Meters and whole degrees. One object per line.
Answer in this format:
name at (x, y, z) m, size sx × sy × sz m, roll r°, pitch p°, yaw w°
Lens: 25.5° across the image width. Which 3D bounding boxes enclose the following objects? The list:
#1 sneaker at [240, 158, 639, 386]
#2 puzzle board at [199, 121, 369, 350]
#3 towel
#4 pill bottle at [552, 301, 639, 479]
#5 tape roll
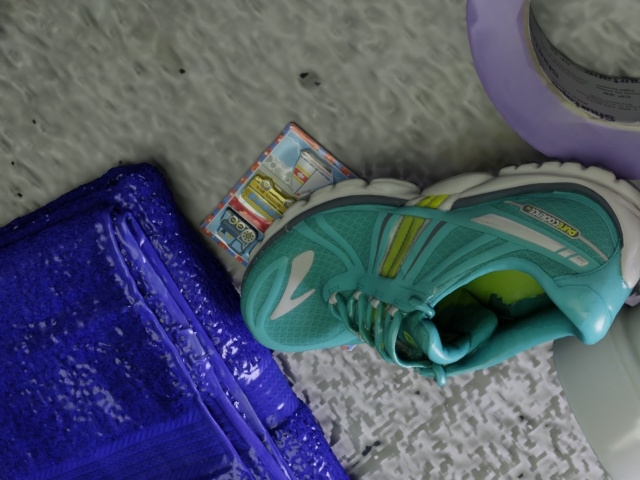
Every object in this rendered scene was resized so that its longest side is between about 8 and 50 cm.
sneaker at (0.054, 0.026, 0.808) m, size 0.275 × 0.110 × 0.107 m, roll -13°, pitch 127°, yaw 39°
puzzle board at (0.000, 0.000, 0.901) m, size 0.128 × 0.011 × 0.096 m, roll 40°, pitch 113°, yaw -7°
towel at (-0.130, 0.123, 0.939) m, size 0.227 × 0.076 × 0.308 m, roll -25°, pitch 105°, yaw 18°
pill bottle at (0.287, 0.034, 0.776) m, size 0.301 × 0.169 × 0.169 m, roll -32°, pitch 103°, yaw 20°
tape roll at (0.175, -0.134, 0.770) m, size 0.189 × 0.080 × 0.189 m, roll 3°, pitch 116°, yaw 6°
